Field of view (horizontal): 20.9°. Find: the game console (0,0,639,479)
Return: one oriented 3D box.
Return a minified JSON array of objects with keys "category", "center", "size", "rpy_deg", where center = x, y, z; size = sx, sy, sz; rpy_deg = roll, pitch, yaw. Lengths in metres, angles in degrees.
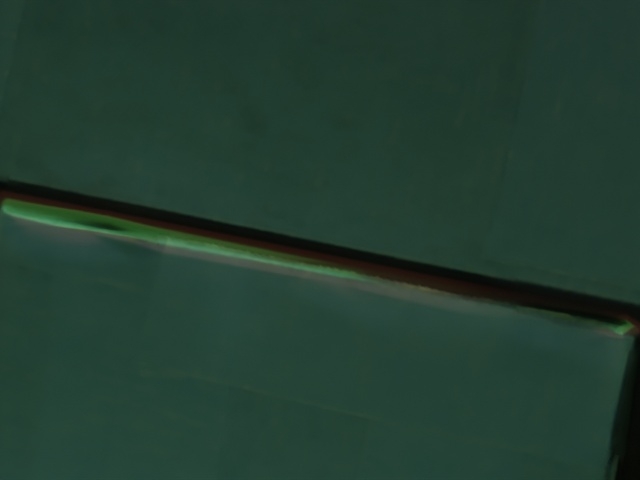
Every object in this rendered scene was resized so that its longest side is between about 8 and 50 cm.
[{"category":"game console","center":[0.000,0.000,0.463],"size":[0.386,0.060,0.342],"rpy_deg":[11,77,-2]}]
